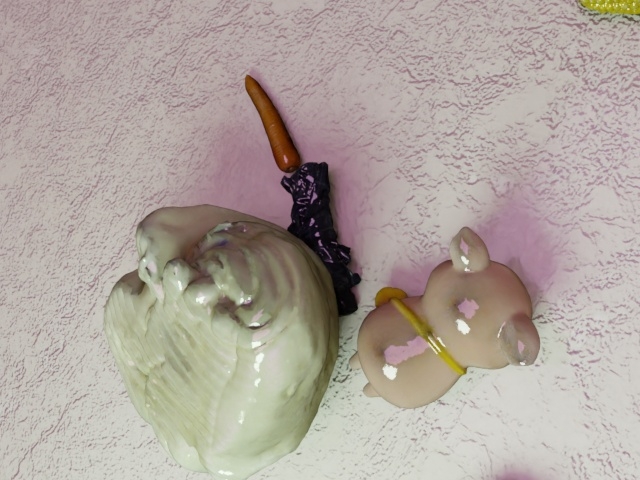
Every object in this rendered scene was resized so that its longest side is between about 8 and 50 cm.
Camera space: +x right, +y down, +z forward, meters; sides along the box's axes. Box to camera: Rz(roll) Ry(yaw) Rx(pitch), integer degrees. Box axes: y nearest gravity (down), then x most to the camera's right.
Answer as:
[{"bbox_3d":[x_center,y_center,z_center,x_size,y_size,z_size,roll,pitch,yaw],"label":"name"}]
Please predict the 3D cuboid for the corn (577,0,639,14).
[{"bbox_3d":[0.424,-0.306,0.824,0.248,0.081,0.081,8,85,28],"label":"corn"}]

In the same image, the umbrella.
[{"bbox_3d":[-0.003,0.001,1.000,0.080,0.071,0.224,-32,71,49],"label":"umbrella"}]

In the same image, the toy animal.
[{"bbox_3d":[0.141,0.113,0.870,0.248,0.149,0.165,-40,81,28],"label":"toy animal"}]

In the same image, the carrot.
[{"bbox_3d":[-0.076,-0.184,1.087,0.037,0.037,0.190,-32,65,19],"label":"carrot"}]

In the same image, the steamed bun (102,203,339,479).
[{"bbox_3d":[-0.111,0.116,0.939,0.339,0.247,0.352,39,128,33],"label":"steamed bun"}]
